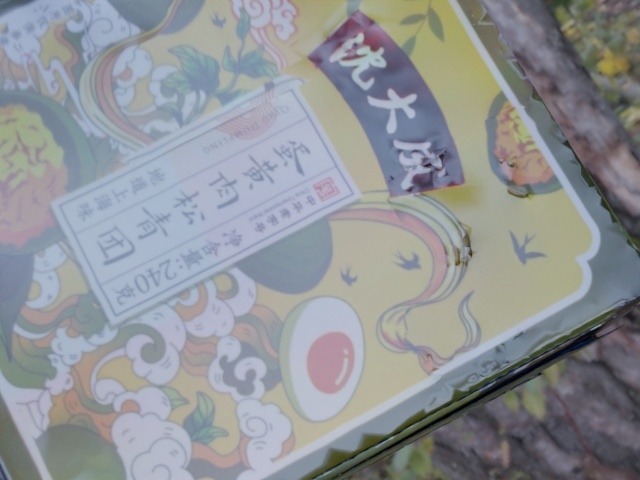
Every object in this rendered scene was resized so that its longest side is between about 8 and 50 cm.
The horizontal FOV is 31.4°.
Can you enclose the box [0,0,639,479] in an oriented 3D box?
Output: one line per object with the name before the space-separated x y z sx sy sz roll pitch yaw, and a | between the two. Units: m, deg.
box | -0.058 -0.018 0.748 0.420 0.373 0.138 -27 -14 -10
